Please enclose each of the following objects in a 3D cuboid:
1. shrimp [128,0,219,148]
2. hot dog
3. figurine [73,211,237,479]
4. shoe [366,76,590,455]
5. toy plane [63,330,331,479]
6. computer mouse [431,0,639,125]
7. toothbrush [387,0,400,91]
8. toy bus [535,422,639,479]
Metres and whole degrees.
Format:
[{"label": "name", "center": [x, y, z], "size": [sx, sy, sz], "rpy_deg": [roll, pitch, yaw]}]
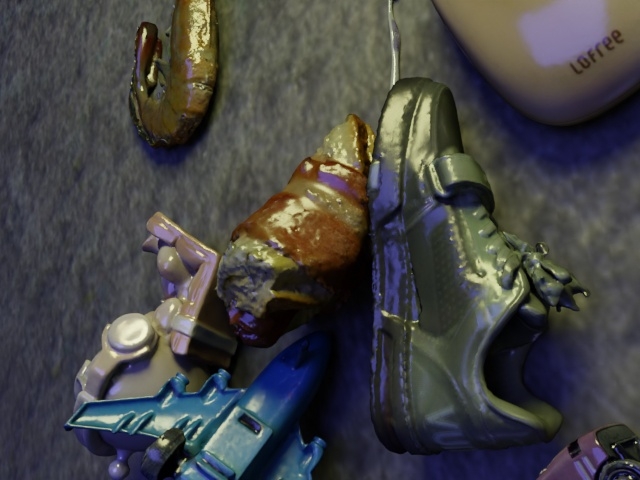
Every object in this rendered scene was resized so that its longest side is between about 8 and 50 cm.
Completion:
[{"label": "shrimp", "center": [-0.182, -0.229, 0.817], "size": [0.173, 0.058, 0.253], "rpy_deg": [-19, 69, 41]}, {"label": "hot dog", "center": [0.000, 0.000, 0.560], "size": [0.103, 0.146, 0.213], "rpy_deg": [36, 73, 12]}, {"label": "figurine", "center": [-0.159, 0.102, 0.642], "size": [0.141, 0.162, 0.236], "rpy_deg": [23, 82, 20]}, {"label": "shoe", "center": [0.119, 0.013, 0.495], "size": [0.149, 0.109, 0.292], "rpy_deg": [-3, 79, 32]}, {"label": "toy plane", "center": [-0.070, 0.173, 0.537], "size": [0.254, 0.105, 0.271], "rpy_deg": [32, 66, 11]}, {"label": "computer mouse", "center": [0.167, -0.199, 0.525], "size": [0.145, 0.082, 0.236], "rpy_deg": [-37, 60, 25]}, {"label": "toothbrush", "center": [0.070, -0.190, 0.640], "size": [0.013, 0.011, 0.131], "rpy_deg": [-20, 66, 55]}, {"label": "toy bus", "center": [0.195, 0.204, 0.394], "size": [0.098, 0.087, 0.178], "rpy_deg": [-44, 58, 27]}]
